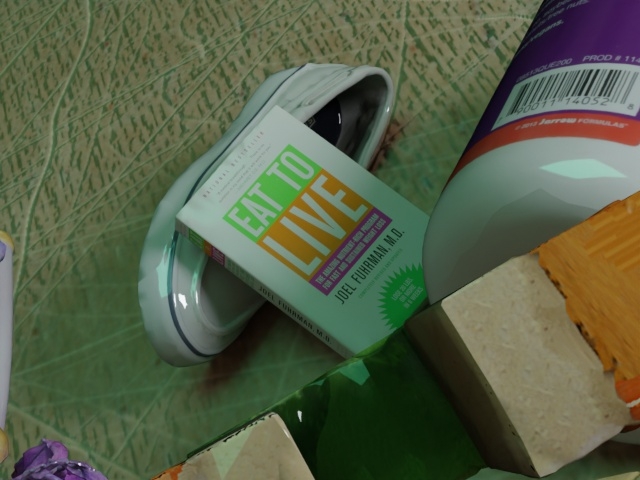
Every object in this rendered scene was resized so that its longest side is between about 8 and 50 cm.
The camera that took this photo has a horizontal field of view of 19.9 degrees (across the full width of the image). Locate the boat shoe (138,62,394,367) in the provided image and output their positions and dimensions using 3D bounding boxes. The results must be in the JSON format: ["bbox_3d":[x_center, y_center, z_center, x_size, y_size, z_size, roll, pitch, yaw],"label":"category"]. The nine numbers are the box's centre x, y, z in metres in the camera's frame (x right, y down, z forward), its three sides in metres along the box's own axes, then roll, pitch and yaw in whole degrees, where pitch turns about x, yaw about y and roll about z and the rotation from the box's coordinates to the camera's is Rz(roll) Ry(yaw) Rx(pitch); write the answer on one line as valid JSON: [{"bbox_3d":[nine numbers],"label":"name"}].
[{"bbox_3d":[-0.028,-0.028,1.137,0.084,0.095,0.258,-9,41,36],"label":"boat shoe"}]

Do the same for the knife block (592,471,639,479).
[{"bbox_3d":[0.115,0.207,0.706,0.275,0.088,0.242,-16,36,23],"label":"knife block"}]

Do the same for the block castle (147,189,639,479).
[{"bbox_3d":[0.077,0.168,0.559,0.453,0.303,0.213,-30,-3,-5],"label":"block castle"}]

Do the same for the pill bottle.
[{"bbox_3d":[0.185,-0.066,0.925,0.181,0.181,0.323,-5,39,36],"label":"pill bottle"}]

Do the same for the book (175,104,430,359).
[{"bbox_3d":[0.000,0.000,1.063,0.144,0.035,0.096,36,66,13],"label":"book"}]

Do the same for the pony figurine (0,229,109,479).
[{"bbox_3d":[-0.188,0.168,0.848,0.351,0.302,0.363,-42,50,31],"label":"pony figurine"}]
